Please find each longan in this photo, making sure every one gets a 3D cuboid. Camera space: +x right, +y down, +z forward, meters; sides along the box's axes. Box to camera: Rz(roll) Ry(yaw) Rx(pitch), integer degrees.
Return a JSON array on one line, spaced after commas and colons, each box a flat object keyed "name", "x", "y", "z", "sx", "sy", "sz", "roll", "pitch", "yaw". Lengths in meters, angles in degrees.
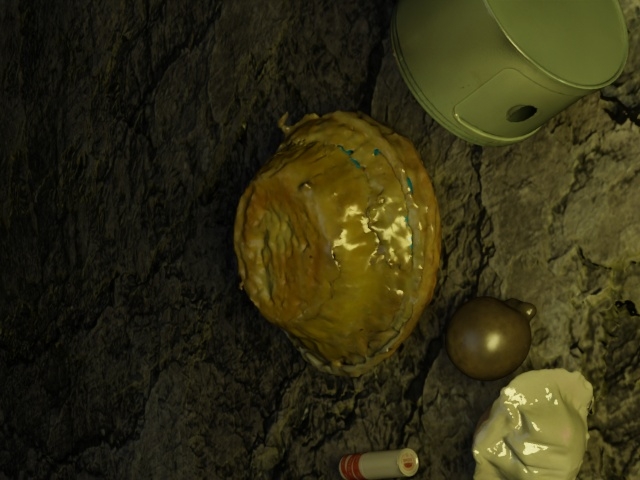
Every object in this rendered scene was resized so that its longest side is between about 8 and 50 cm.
[{"name": "longan", "x": 0.205, "y": 0.112, "z": 1.433, "sx": 0.119, "sy": 0.106, "sz": 0.106, "roll": -41, "pitch": 45, "yaw": -4}]

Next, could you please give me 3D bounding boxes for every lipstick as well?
[{"name": "lipstick", "x": 0.077, "y": 0.306, "z": 1.634, "sx": 0.130, "sy": 0.038, "sz": 0.038, "roll": -18, "pitch": 73, "yaw": 52}]

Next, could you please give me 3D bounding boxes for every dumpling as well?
[{"name": "dumpling", "x": 0.233, "y": 0.226, "z": 1.352, "sx": 0.108, "sy": 0.127, "sz": 0.188, "roll": 50, "pitch": 121, "yaw": 51}]

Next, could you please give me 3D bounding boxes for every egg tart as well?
[{"name": "egg tart", "x": 0.000, "y": 0.000, "z": 1.663, "sx": 0.388, "sy": 0.169, "sz": 0.388, "roll": 6, "pitch": 98, "yaw": 52}]

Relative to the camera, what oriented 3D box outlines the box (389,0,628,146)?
[{"name": "box", "x": 0.208, "y": -0.233, "z": 1.329, "sx": 0.149, "sy": 0.226, "sz": 0.226, "roll": -36, "pitch": 60, "yaw": 48}]
